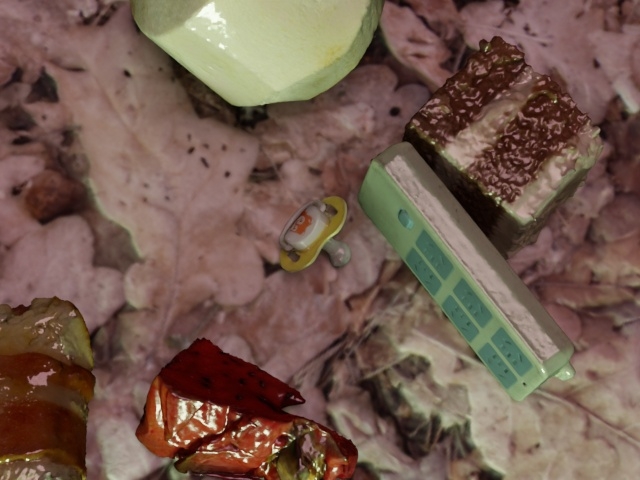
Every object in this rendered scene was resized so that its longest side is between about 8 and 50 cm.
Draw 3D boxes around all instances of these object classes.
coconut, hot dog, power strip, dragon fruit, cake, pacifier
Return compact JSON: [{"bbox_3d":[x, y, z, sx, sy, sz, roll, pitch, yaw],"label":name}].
[{"bbox_3d":[-0.061,-0.246,1.424,0.241,0.241,0.241,2,72,-6],"label":"coconut"},{"bbox_3d":[-0.256,0.150,1.354,0.146,0.103,0.213,1,61,15],"label":"hot dog"},{"bbox_3d":[0.125,0.026,1.426,0.046,0.118,0.270,-35,80,-13],"label":"power strip"},{"bbox_3d":[-0.061,0.170,1.397,0.192,0.122,0.092,21,110,-4],"label":"dragon fruit"},{"bbox_3d":[0.165,-0.080,1.458,0.147,0.134,0.135,42,74,14],"label":"cake"},{"bbox_3d":[0.000,0.000,1.461,0.064,0.068,0.083,40,89,-29],"label":"pacifier"}]
